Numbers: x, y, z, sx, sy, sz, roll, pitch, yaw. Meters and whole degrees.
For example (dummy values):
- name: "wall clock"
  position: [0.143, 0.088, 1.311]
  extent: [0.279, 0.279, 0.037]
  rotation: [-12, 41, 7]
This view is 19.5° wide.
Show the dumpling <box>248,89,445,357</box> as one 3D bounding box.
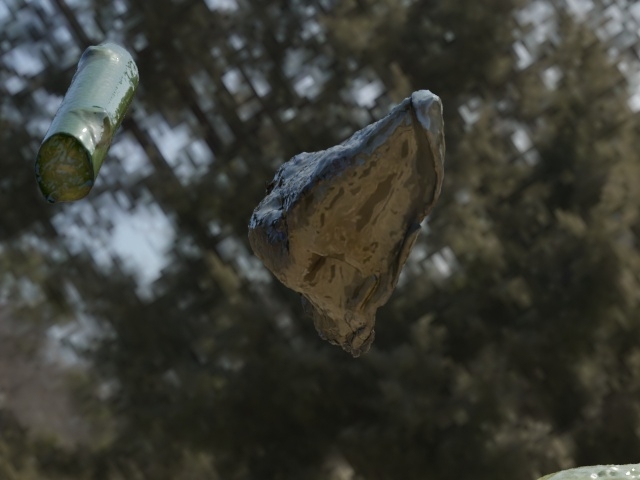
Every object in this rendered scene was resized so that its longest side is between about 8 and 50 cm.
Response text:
- name: "dumpling"
  position: [-0.003, -0.004, 1.337]
  extent: [0.086, 0.166, 0.332]
  rotation: [9, -12, -16]

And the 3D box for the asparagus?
- name: "asparagus"
  position: [-0.203, -0.106, 1.626]
  extent: [0.067, 0.060, 0.278]
  rotation: [-61, 8, 19]

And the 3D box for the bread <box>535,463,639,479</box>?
- name: "bread"
  position: [0.258, 0.327, 1.543]
  extent: [0.320, 0.320, 0.237]
  rotation: [-26, -39, -47]
